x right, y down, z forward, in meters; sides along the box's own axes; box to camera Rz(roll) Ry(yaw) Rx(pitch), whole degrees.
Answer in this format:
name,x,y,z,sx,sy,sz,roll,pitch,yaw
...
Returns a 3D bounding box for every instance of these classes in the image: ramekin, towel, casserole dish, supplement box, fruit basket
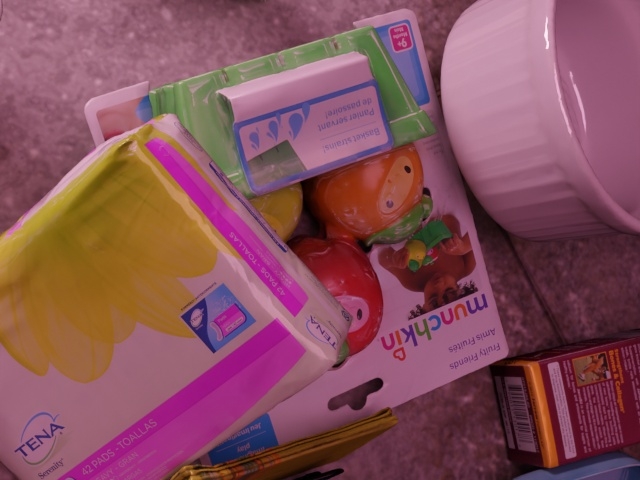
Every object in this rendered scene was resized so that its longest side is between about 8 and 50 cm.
name,x,y,z,sx,sy,sz,roll,pitch,yaw
ramekin,0.237,-0.129,0.949,0.277,0.135,0.277,14,70,-44
towel,-0.043,0.188,0.837,0.237,0.102,0.021,-6,65,-46
casserole dish,0.242,0.261,0.986,0.188,0.037,0.114,-9,127,-19
supplement box,0.279,0.155,1.010,0.188,0.081,0.104,-10,88,-20
fruit basket,0.000,0.000,0.883,0.327,0.165,0.353,-20,95,-21

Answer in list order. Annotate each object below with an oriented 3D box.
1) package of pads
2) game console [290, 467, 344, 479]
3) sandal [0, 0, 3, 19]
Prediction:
name,x,y,z,sx,sy,sz,roll,pitch,yaw
package of pads,-0.159,0.069,0.770,0.296,0.101,0.229,-38,99,22
game console,-0.041,0.250,0.876,0.122,0.071,0.107,-12,107,-20
sandal,-0.373,-0.134,0.813,0.265,0.076,0.102,-33,78,1
